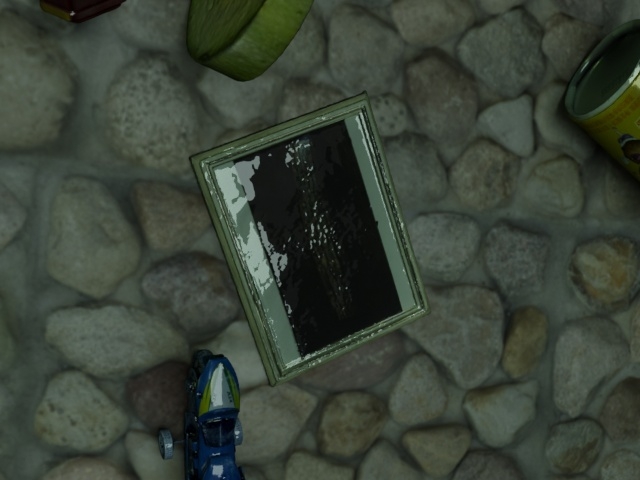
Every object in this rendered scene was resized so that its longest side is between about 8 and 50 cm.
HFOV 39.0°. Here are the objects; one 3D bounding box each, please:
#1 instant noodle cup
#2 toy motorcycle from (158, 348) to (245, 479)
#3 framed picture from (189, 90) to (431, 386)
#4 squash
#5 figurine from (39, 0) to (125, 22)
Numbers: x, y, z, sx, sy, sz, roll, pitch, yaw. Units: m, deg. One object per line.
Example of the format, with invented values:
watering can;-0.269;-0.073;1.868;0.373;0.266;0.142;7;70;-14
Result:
instant noodle cup;0.446;-0.155;1.135;0.236;0.215;0.215;32;85;-16
toy motorcycle;-0.117;0.242;0.983;0.092;0.135;0.254;-4;99;-22
framed picture;0.000;0.000;1.061;0.231;0.018;0.293;-23;106;-18
squash;-0.054;-0.277;0.870;0.049;0.252;0.252;20;90;-26
figurine;-0.251;-0.296;0.868;0.082;0.098;0.154;-38;135;-44
